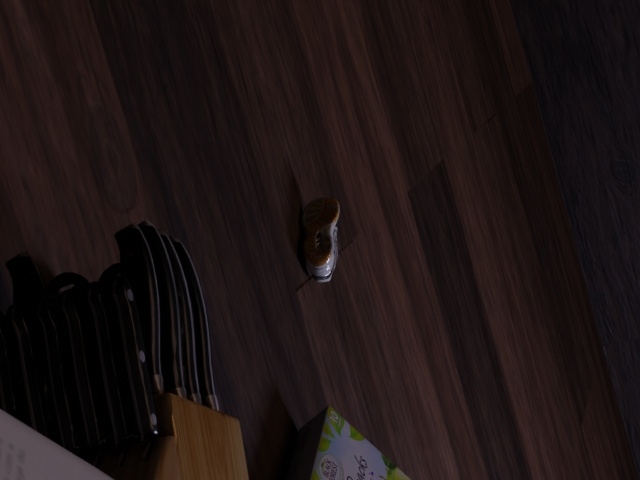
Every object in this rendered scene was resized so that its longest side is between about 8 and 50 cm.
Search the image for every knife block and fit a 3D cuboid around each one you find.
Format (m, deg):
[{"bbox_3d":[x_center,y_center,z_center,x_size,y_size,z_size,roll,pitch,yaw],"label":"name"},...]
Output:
[{"bbox_3d":[-0.084,0.137,0.860,0.242,0.088,0.276,-76,148,-58],"label":"knife block"}]

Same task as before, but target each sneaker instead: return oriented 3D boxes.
[{"bbox_3d":[0.000,0.000,1.394,0.083,0.032,0.037,-80,165,-46],"label":"sneaker"}]

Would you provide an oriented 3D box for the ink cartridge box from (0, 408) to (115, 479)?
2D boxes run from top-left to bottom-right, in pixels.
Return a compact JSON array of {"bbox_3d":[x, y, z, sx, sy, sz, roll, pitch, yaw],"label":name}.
[{"bbox_3d":[-0.214,0.143,0.485,0.385,0.091,0.308,39,37,-38],"label":"ink cartridge box"}]

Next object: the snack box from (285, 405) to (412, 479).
[{"bbox_3d":[0.020,0.196,1.198,0.100,0.037,0.141,42,26,-14],"label":"snack box"}]
